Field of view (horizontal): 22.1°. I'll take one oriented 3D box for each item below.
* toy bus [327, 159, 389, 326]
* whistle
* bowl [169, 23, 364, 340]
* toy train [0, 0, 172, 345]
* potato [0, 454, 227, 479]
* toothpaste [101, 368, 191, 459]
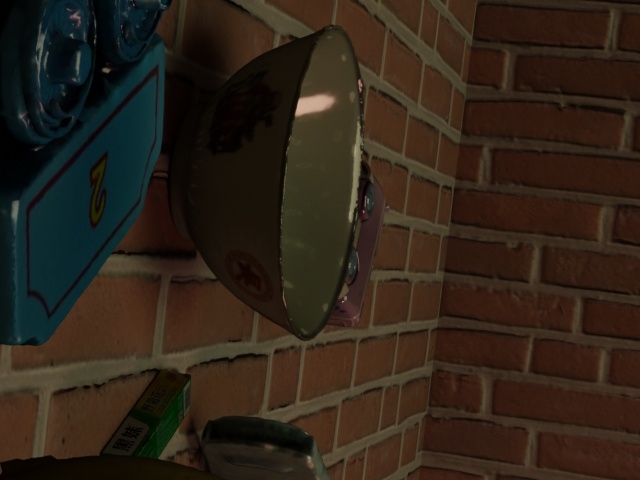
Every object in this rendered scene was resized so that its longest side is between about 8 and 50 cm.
[{"bbox_3d":[0.000,0.000,2.119,0.142,0.142,0.202,62,37,-59],"label":"toy bus"},{"bbox_3d":[-0.054,0.359,2.000,0.188,0.168,0.404,-58,152,-61],"label":"whistle"},{"bbox_3d":[-0.066,-0.067,1.749,0.337,0.158,0.337,6,90,-77],"label":"bowl"},{"bbox_3d":[-0.212,-0.082,1.063,0.300,0.188,0.265,-63,161,-59],"label":"toy train"},{"bbox_3d":[-0.166,0.346,1.072,0.319,0.385,0.442,50,40,-51],"label":"potato"},{"bbox_3d":[-0.176,0.192,1.679,0.178,0.037,0.043,-57,155,-62],"label":"toothpaste"}]
